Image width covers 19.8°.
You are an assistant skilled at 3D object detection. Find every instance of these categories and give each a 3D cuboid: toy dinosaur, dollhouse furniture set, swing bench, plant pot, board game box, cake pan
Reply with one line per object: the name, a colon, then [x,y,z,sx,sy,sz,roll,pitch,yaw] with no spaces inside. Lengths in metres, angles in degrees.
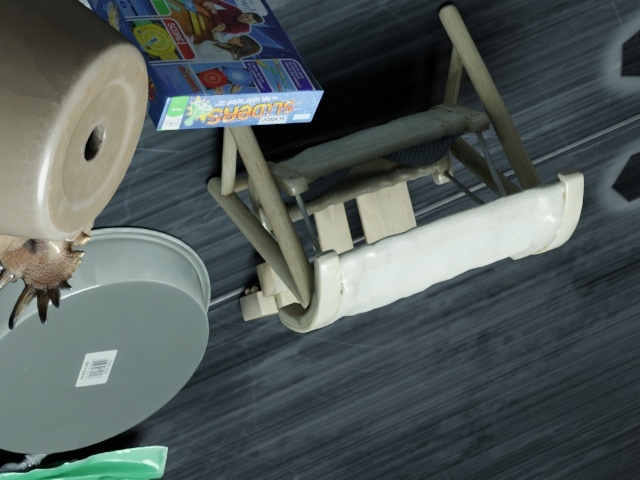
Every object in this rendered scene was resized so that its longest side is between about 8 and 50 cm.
toy dinosaur: [-0.308,-0.006,1.563,0.295,0.127,0.200,-4,144,-24]
dollhouse furniture set: [0.000,0.000,1.865,0.144,0.123,0.151,-11,175,-26]
swing bench: [0.061,-0.047,1.655,0.253,0.255,0.165,-17,142,-18]
plant pot: [-0.253,-0.111,1.287,0.263,0.229,0.263,-58,162,-32]
board game box: [-0.100,-0.169,1.438,0.136,0.201,0.035,-5,138,-30]
cake pan: [-0.235,0.109,1.804,0.293,0.054,0.293,-20,143,-16]

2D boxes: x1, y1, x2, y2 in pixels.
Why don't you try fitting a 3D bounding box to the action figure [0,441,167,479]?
action figure: [-0.291,0.257,1.935,0.232,0.063,0.137,-2,137,-34]
